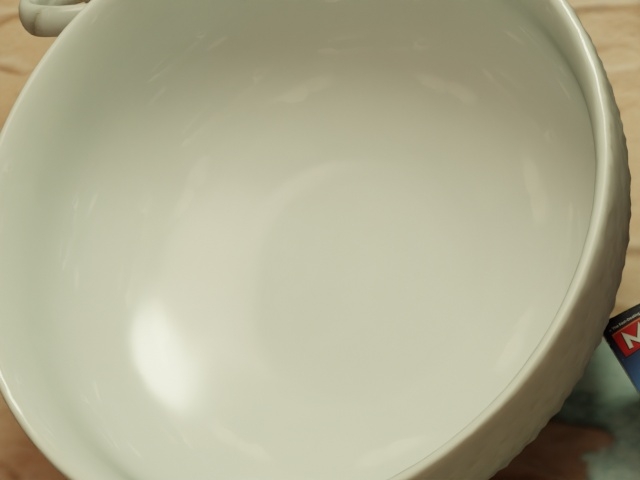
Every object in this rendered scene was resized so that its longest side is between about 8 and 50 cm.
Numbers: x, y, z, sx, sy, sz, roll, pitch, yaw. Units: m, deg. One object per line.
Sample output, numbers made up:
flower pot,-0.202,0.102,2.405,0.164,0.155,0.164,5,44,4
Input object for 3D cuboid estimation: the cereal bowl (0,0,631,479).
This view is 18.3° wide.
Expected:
cereal bowl,0.000,0.000,1.019,0.339,0.141,0.339,-8,67,19

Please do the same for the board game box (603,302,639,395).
board game box,0.245,0.045,0.957,0.194,0.060,0.194,-27,46,1

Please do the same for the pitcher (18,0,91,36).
pitcher,-0.065,-0.163,1.207,0.207,0.125,0.178,9,38,36
